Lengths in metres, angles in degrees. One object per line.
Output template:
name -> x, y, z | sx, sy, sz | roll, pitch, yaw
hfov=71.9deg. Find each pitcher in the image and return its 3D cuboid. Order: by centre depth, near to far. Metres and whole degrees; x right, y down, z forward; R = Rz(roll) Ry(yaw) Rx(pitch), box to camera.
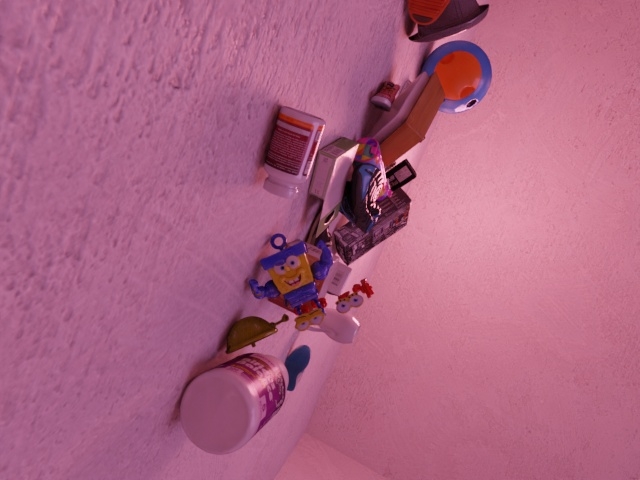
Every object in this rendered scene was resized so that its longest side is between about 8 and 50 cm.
pitcher -> 0.041, 0.337, 1.749 | 0.178, 0.207, 0.125 | -41, 151, -59

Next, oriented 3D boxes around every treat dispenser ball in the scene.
treat dispenser ball -> 0.562, -0.679, 1.842 | 0.288, 0.288, 0.288 | -59, 165, -27

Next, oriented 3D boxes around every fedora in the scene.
fedora -> 0.373, -0.705, 1.334 | 0.275, 0.244, 0.124 | -92, 159, -57

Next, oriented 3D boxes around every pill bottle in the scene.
pill bottle -> -0.053, -0.157, 0.801 | 0.152, 0.086, 0.086 | -70, 166, 17
pill bottle -> -0.175, 0.353, 1.019 | 0.169, 0.169, 0.301 | -67, 167, 2

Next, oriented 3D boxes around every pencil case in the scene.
pencil case -> 0.162, -0.219, 1.395 | 0.104, 0.104, 0.236 | -62, 152, -16

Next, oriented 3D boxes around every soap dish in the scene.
soap dish -> 0.274, -0.387, 1.434 | 0.229, 0.118, 0.291 | -35, -160, 55

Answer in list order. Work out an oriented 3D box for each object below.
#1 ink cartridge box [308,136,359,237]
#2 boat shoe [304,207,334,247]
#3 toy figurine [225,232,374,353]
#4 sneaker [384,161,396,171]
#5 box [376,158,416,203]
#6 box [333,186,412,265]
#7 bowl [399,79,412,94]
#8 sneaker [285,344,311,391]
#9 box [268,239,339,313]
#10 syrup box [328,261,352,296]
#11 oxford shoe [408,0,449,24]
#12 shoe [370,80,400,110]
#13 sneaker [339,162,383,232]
ink cartridge box -> 0.024, -0.144, 1.186 | 0.171, 0.056, 0.235 | -46, 157, -55
boat shoe -> 0.000, 0.000, 1.297 | 0.223, 0.073, 0.080 | -64, 166, -10
toy figurine -> -0.084, 0.093, 1.035 | 0.363, 0.217, 0.191 | -23, -177, 5
sneaker -> 0.231, -0.294, 1.646 | 0.235, 0.095, 0.090 | -58, 166, -24
box -> 0.276, -0.232, 1.702 | 0.180, 0.077, 0.147 | -34, -176, 18
box -> 0.199, -0.046, 1.694 | 0.307, 0.076, 0.242 | -34, 160, -6
bowl -> 0.352, -0.535, 1.734 | 0.170, 0.080, 0.170 | -58, 164, -28
sneaker -> -0.096, 0.499, 1.784 | 0.228, 0.087, 0.092 | -65, 175, 27
box -> -0.044, 0.103, 1.183 | 0.170, 0.130, 0.091 | -70, 167, 14
syrup box -> 0.023, 0.114, 1.410 | 0.093, 0.096, 0.237 | -62, -178, -8
oxford shoe -> 0.324, -0.761, 1.151 | 0.363, 0.130, 0.132 | 104, 7, -46
shoe -> 0.198, -0.445, 1.339 | 0.178, 0.063, 0.081 | -37, 147, -74
sneaker -> 0.104, -0.134, 1.355 | 0.125, 0.140, 0.341 | -52, 163, -17
